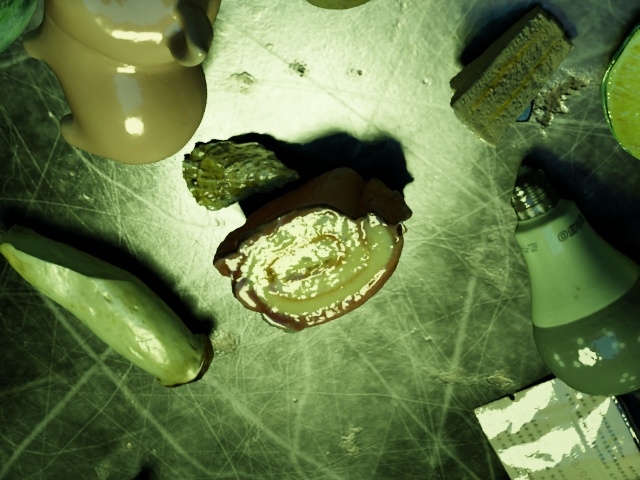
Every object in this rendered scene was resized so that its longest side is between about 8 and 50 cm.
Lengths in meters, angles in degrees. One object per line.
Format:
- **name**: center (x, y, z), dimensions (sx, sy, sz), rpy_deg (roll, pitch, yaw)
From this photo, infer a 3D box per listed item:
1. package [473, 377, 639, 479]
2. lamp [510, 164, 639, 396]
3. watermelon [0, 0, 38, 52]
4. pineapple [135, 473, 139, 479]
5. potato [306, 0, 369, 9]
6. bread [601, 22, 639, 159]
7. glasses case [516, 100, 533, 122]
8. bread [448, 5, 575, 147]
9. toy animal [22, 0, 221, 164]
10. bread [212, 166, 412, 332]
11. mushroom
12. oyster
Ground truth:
- **package**: center (0.369, 0.308, 1.913), dimensions (0.204, 0.062, 0.251), rpy_deg (-28, 114, 19)
- **lamp**: center (0.326, 0.065, 1.685), dimensions (0.182, 0.182, 0.314), rpy_deg (-33, 114, 22)
- **watermelon**: center (-0.502, -0.254, 1.538), dimensions (0.322, 0.175, 0.188), rpy_deg (9, 122, 0)
- **pineapple**: center (-0.240, 0.496, 2.037), dimensions (0.119, 0.130, 0.277), rpy_deg (-30, 115, 7)
- **potato**: center (0.037, -0.386, 1.439), dimensions (0.191, 0.141, 0.296), rpy_deg (37, 120, 0)
- **bread**: center (0.453, -0.187, 1.601), dimensions (0.228, 0.033, 0.228), rpy_deg (1, 122, 2)
- **glasses case**: center (0.222, -0.166, 1.634), dimensions (0.083, 0.023, 0.033), rpy_deg (6, 110, 5)
- **bread**: center (0.228, -0.195, 1.556), dimensions (0.152, 0.105, 0.077), rpy_deg (-42, 106, 18)
- **toy animal**: center (-0.214, -0.238, 1.517), dimensions (0.269, 0.237, 0.326), rpy_deg (-8, 127, 20)
- **bread**: center (0.008, 0.008, 1.705), dimensions (0.244, 0.123, 0.190), rpy_deg (-28, 119, 20)
- **mushroom**: center (-0.287, 0.086, 1.800), dimensions (0.107, 0.087, 0.333), rpy_deg (-38, 111, 25)
- **oyster**: center (-0.110, -0.081, 1.711), dimensions (0.146, 0.045, 0.122), rpy_deg (19, 136, -8)
